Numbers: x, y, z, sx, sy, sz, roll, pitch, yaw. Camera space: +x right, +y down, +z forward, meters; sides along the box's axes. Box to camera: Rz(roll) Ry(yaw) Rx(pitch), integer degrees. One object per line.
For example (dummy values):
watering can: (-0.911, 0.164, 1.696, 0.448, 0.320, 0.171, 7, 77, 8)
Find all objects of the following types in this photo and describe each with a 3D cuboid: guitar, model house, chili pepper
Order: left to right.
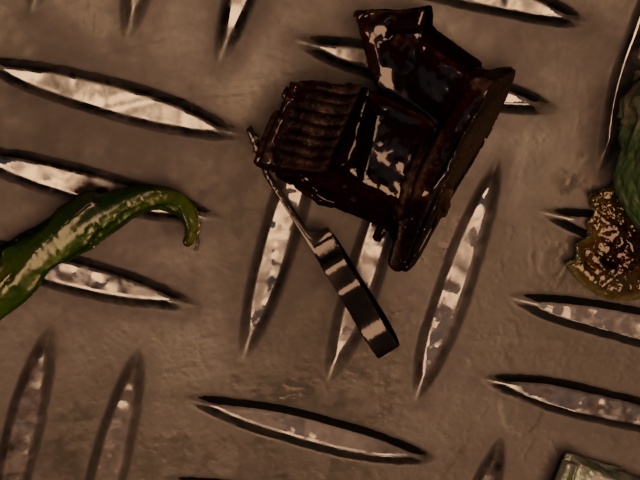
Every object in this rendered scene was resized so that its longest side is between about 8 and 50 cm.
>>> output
chili pepper: (-0.274, 0.046, 1.324, 0.359, 0.076, 0.085, -28, 81, 3)
guitar: (0.000, 0.000, 1.339, 0.025, 0.088, 0.233, -31, 96, 4)
model house: (0.054, -0.102, 1.301, 0.164, 0.141, 0.203, 29, 79, 10)

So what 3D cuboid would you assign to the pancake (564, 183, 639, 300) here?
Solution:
pancake: (0.288, -0.005, 1.385, 0.116, 0.022, 0.129, 14, 105, -10)

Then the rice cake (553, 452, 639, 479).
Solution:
rice cake: (0.316, 0.272, 1.454, 0.226, 0.040, 0.085, 20, 102, -10)

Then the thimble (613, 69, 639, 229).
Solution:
thimble: (0.362, -0.072, 1.293, 0.219, 0.150, 0.219, -2, 99, -15)
